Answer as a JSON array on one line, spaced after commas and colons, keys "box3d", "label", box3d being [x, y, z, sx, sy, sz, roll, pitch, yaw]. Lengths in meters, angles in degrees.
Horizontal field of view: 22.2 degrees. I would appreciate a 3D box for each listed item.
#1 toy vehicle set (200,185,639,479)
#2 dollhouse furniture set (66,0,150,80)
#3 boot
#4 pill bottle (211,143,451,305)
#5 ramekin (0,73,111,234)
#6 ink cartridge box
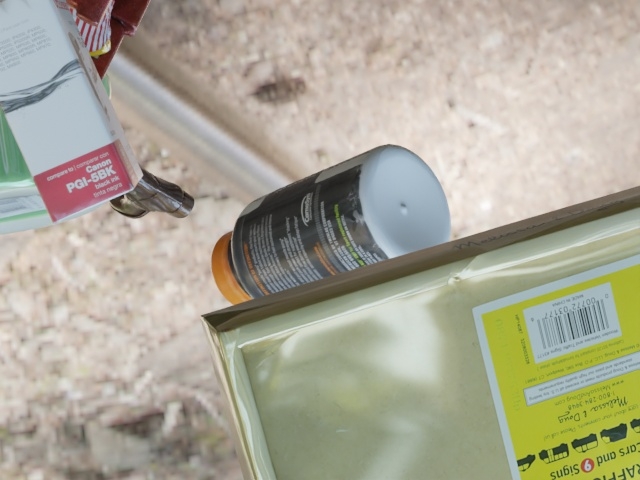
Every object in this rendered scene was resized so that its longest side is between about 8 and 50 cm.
[{"box3d": [0.103, 0.072, 0.633, 0.267, 0.035, 0.166, -16, 101, -12], "label": "toy vehicle set"}, {"box3d": [-0.303, -0.278, 1.266, 0.374, 0.152, 0.201, 28, 163, 0], "label": "dollhouse furniture set"}, {"box3d": [-0.173, -0.056, 1.340, 0.106, 0.037, 0.114, 3, 158, 44], "label": "boot"}, {"box3d": [0.000, 0.000, 1.622, 0.130, 0.130, 0.246, 24, 148, -38], "label": "pill bottle"}, {"box3d": [-0.390, -0.102, 1.952, 0.303, 0.148, 0.303, -10, 171, -2], "label": "ramekin"}, {"box3d": [-0.163, -0.087, 1.007, 0.056, 0.099, 0.135, -23, 98, 0], "label": "ink cartridge box"}]
